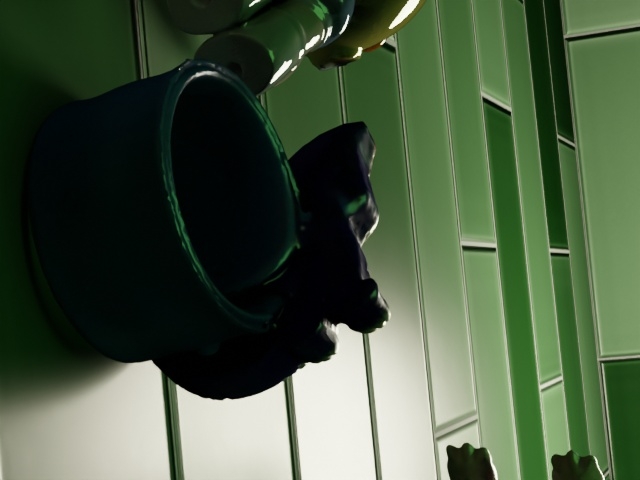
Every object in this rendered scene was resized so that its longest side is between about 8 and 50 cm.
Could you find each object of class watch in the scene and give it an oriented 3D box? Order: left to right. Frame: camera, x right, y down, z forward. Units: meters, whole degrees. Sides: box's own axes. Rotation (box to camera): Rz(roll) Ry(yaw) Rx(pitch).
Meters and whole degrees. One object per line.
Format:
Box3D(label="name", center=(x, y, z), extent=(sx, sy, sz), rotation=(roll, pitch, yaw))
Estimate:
Box3D(label="watch", center=(-0.071, -0.016, 0.831), extent=(0.200, 0.171, 0.196), rotation=(49, 25, -41))

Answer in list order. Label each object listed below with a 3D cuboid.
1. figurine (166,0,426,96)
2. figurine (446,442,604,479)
Box3D(label="figurine", center=(0.015, -0.209, 1.051), extent=(0.225, 0.205, 0.382), rotation=(57, 32, -30))
Box3D(label="figurine", center=(0.177, 0.439, 1.237), extent=(0.378, 0.266, 0.361), rotation=(70, 31, -46))
